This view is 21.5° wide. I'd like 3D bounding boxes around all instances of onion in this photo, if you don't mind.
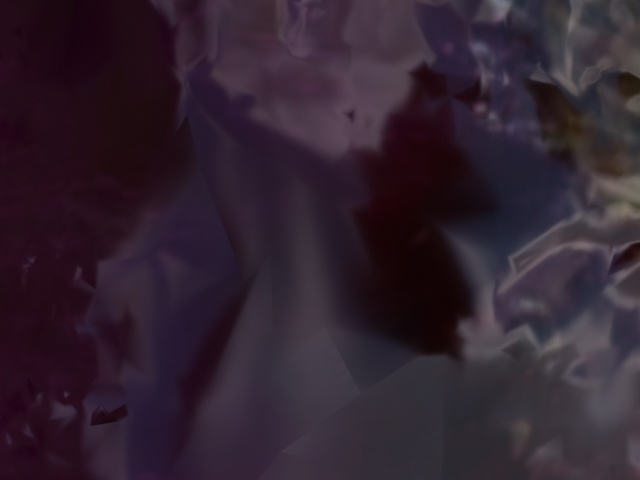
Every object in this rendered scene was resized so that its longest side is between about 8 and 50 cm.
[{"bbox_3d":[0.000,0.000,0.526,0.347,0.385,0.348,4,83,-32],"label":"onion"}]
